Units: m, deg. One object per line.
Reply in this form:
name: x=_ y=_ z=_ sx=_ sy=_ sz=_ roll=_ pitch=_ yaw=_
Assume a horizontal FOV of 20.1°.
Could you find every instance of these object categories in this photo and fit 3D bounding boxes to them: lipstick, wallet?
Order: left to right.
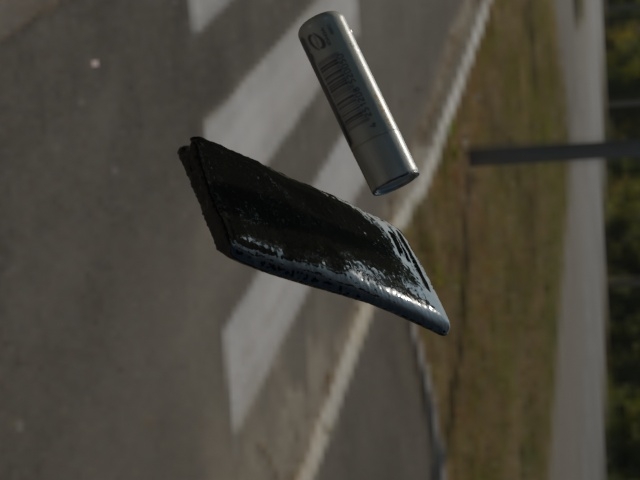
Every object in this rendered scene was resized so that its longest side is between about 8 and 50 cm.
wallet: x=0.000 y=0.000 z=1.407 sx=0.244 sy=0.025 sz=0.124 roll=23 pitch=30 yaw=-40
lipstick: x=0.027 y=-0.104 z=1.350 sx=0.141 sy=0.040 sz=0.040 roll=64 pitch=5 yaw=10
